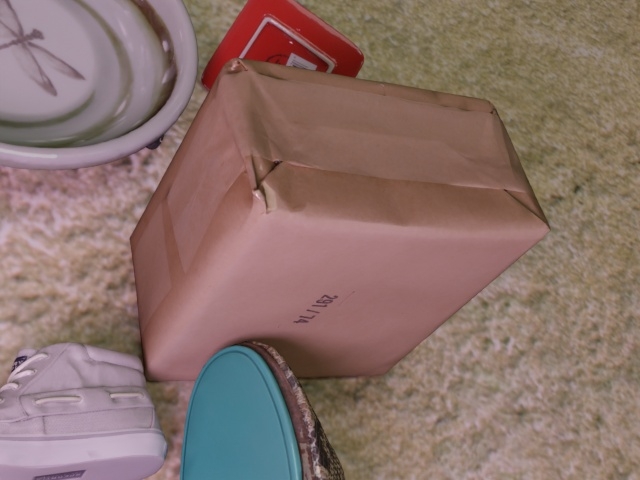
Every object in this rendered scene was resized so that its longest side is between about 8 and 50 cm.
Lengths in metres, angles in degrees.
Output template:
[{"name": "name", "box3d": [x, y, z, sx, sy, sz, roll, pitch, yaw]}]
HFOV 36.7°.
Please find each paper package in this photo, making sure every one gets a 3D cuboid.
[{"name": "paper package", "box3d": [0.000, 0.000, 0.949, 0.309, 0.325, 0.168, 4, 57, -28]}]

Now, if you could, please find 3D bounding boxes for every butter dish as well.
[{"name": "butter dish", "box3d": [-0.041, -0.225, 1.221, 0.160, 0.160, 0.118, 35, 24, -5]}]

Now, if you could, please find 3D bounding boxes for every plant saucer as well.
[{"name": "plant saucer", "box3d": [-0.336, -0.223, 1.053, 0.400, 0.100, 0.400, 16, 51, -21]}]

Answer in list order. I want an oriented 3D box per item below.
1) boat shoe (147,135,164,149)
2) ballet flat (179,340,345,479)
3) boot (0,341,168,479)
[{"name": "boat shoe", "box3d": [-0.199, -0.169, 1.139, 0.049, 0.040, 0.142, -6, 54, 13]}, {"name": "ballet flat", "box3d": [-0.024, 0.327, 0.829, 0.182, 0.164, 0.483, 34, 37, -43]}, {"name": "boot", "box3d": [-0.266, 0.156, 0.851, 0.258, 0.095, 0.123, 6, 50, -38]}]
